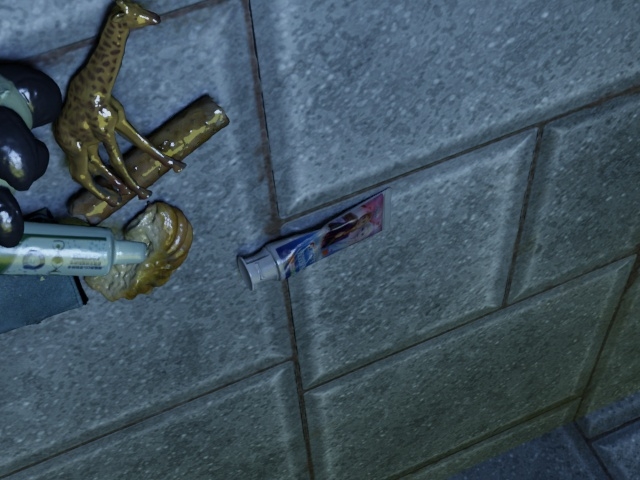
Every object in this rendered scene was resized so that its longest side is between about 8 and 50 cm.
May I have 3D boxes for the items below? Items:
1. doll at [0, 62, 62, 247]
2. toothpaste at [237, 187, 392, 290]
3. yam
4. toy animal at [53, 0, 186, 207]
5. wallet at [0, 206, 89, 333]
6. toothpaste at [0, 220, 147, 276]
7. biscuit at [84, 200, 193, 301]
[{"bbox_3d":[-0.365,-0.087,1.054,0.135,0.144,0.234,15,134,-9],"label":"doll"},{"bbox_3d":[0.000,0.000,1.518,0.266,0.061,0.096,-25,146,-18],"label":"toothpaste"},{"bbox_3d":[-0.215,-0.095,1.218,0.241,0.057,0.057,-35,147,9],"label":"yam"},{"bbox_3d":[-0.238,-0.151,1.107,0.149,0.054,0.276,2,127,7],"label":"toy animal"},{"bbox_3d":[-0.503,0.086,1.256,0.378,0.046,0.191,-20,143,-12],"label":"wallet"},{"bbox_3d":[-0.403,0.009,1.174,0.391,0.061,0.099,3,115,-23],"label":"toothpaste"},{"bbox_3d":[-0.237,0.024,1.360,0.118,0.061,0.183,11,129,-47],"label":"biscuit"}]
